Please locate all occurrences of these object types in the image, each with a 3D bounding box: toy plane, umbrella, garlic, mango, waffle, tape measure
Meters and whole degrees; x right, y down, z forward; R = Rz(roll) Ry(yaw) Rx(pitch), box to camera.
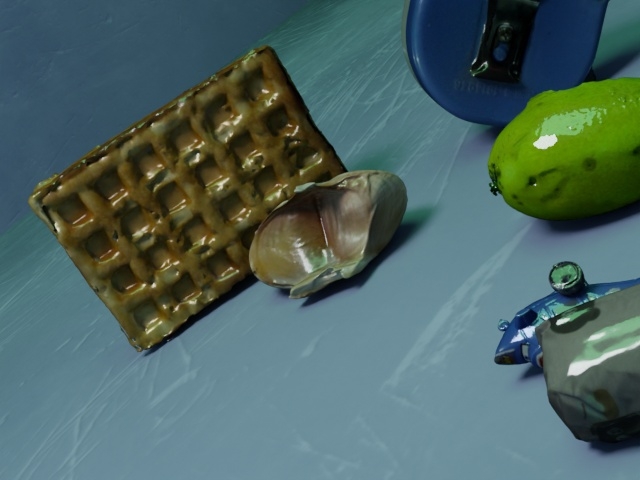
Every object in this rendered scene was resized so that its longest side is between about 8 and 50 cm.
[{"bbox_3d":[0.183,0.040,0.591,0.167,0.054,0.062,-29,43,11],"label":"toy plane"},{"bbox_3d":[0.269,0.018,0.466,0.337,0.067,0.073,-24,50,22],"label":"umbrella"},{"bbox_3d":[0.000,-0.011,0.938,0.174,0.099,0.124,-22,6,29],"label":"garlic"},{"bbox_3d":[0.216,-0.076,0.750,0.178,0.100,0.119,-17,20,19],"label":"mango"},{"bbox_3d":[-0.129,-0.050,1.051,0.308,0.213,0.091,-35,17,-6],"label":"waffle"},{"bbox_3d":[0.123,-0.240,0.993,0.351,0.215,0.098,8,16,-6],"label":"tape measure"}]
